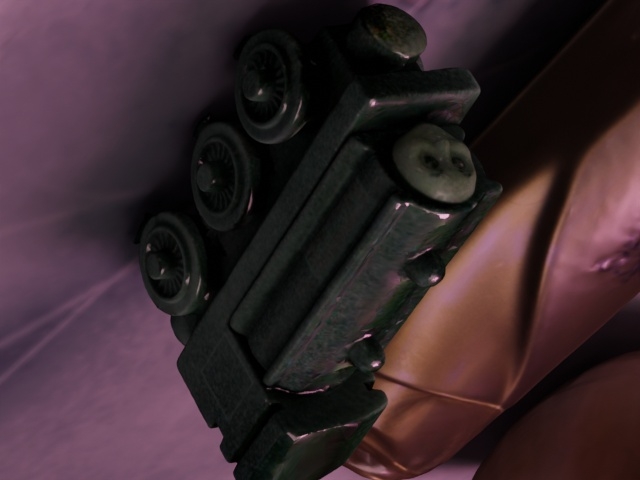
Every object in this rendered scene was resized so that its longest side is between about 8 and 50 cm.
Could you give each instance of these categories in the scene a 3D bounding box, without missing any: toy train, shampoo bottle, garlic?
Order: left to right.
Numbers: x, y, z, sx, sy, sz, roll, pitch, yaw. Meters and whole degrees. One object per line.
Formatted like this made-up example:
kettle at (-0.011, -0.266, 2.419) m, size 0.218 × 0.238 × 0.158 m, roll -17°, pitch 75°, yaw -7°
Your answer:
toy train at (0.000, 0.000, 0.690) m, size 0.071 × 0.111 × 0.170 m, roll -9°, pitch 145°, yaw -39°
shampoo bottle at (0.115, -0.030, 0.769) m, size 0.125 × 0.084 × 0.350 m, roll 6°, pitch 137°, yaw -48°
garlic at (0.189, 0.168, 1.036) m, size 0.151 × 0.196 × 0.338 m, roll -26°, pitch 157°, yaw 27°
